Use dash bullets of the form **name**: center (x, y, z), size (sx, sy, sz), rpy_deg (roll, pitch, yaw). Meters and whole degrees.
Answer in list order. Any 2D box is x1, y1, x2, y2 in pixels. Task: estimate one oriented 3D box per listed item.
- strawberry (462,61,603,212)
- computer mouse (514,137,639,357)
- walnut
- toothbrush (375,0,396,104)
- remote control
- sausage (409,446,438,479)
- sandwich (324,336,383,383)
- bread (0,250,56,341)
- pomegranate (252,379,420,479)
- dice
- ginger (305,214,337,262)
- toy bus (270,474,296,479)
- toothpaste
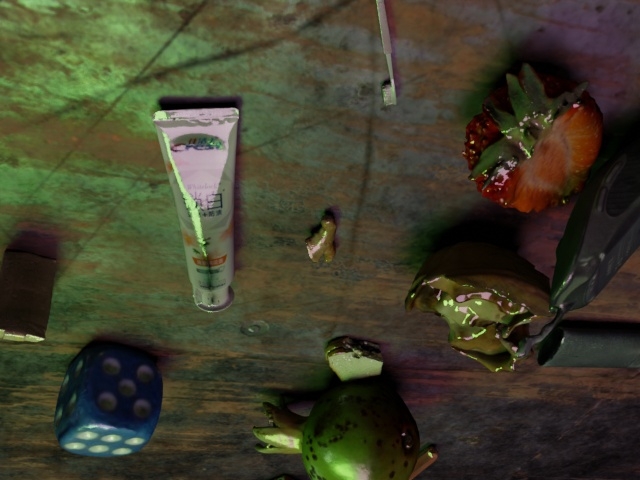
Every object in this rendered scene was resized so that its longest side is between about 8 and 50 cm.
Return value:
- **strawberry**: center (0.266, -0.123, 0.876), size (0.228, 0.098, 0.174), rpy_deg (6, 126, -47)
- **computer mouse**: center (0.347, -0.009, 0.915), size (0.379, 0.090, 0.167), rpy_deg (-48, 150, -11)
- **walnut**: center (0.233, 0.076, 1.058), size (0.203, 0.141, 0.238), rpy_deg (16, 149, 9)
- **toothbrush**: center (0.068, -0.223, 0.786), size (0.017, 0.014, 0.194), rpy_deg (-9, 139, 4)
- **remote control**: center (0.584, 0.197, 1.314), size (0.377, 0.044, 0.107), rpy_deg (3, 134, -12)
- **sausage**: center (0.218, 0.501, 1.621), size (0.030, 0.035, 0.147), rpy_deg (36, 133, 1)
- **sandwich**: center (0.058, 0.203, 1.256), size (0.093, 0.036, 0.105), rpy_deg (-22, 135, 18)
- **bread**: center (-0.412, 0.100, 0.993), size (0.077, 0.152, 0.105), rpy_deg (13, 131, -20)
- **pomegranate**: center (0.043, 0.347, 1.324), size (0.285, 0.231, 0.231), rpy_deg (20, 154, 37)
- **dice**: center (-0.351, 0.268, 1.198), size (0.143, 0.146, 0.146), rpy_deg (19, 137, -30)
- **ginger**: center (-0.001, 0.000, 1.023), size (0.048, 0.030, 0.097), rpy_deg (-27, 146, -19)
- **toy bus**: center (-0.215, 0.663, 1.703), size (0.408, 0.092, 0.093), rpy_deg (-28, 133, 23)
- **toothpaste**: center (-0.149, -0.034, 0.943), size (0.100, 0.066, 0.323), rpy_deg (-3, 134, -5)
